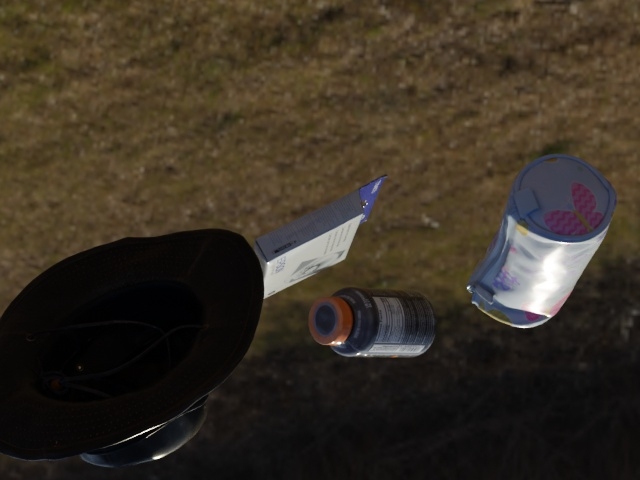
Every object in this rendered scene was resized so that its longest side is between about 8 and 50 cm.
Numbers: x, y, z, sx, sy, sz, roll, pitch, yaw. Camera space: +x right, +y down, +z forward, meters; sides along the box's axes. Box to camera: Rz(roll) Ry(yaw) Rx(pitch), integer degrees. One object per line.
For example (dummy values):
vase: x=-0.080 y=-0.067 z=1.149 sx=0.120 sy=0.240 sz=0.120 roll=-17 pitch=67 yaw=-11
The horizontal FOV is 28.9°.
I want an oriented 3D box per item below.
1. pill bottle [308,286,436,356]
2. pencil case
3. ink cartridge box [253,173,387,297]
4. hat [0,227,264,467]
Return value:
pill bottle: x=0.092 y=0.152 z=2.308 sx=0.246 sy=0.130 sz=0.130 roll=6 pitch=161 yaw=-44
pencil case: x=0.255 y=0.005 z=1.467 sx=0.124 sy=0.113 sz=0.273 roll=4 pitch=154 yaw=-4
ink cartridge box: x=0.000 y=0.000 z=1.879 sx=0.224 sy=0.045 sz=0.223 roll=-28 pitch=167 yaw=-13
hat: x=-0.181 y=0.131 z=1.241 sx=0.331 sy=0.331 sz=0.134 roll=-5 pitch=127 yaw=25
